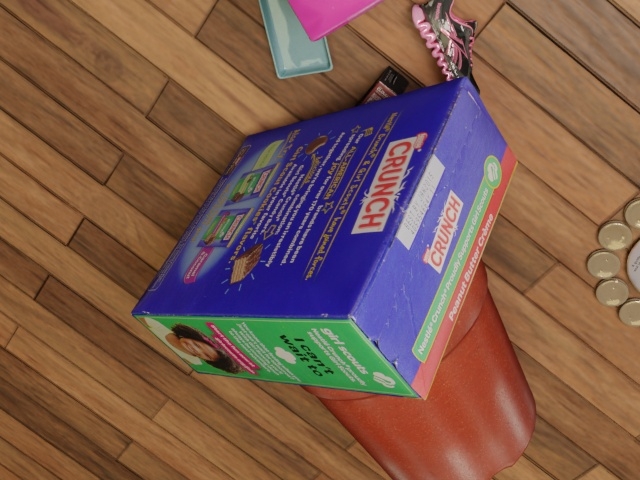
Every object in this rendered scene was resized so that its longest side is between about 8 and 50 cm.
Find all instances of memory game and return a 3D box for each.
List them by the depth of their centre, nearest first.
[{"bbox_3d":[0.399,0.027,0.870,0.186,0.012,0.186,7,119,12],"label":"memory game"}]

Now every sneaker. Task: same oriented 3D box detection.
[{"bbox_3d":[0.144,-0.204,0.805,0.057,0.047,0.119,-29,108,15],"label":"sneaker"}]

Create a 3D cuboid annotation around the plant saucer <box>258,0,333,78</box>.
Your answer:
[{"bbox_3d":[-0.036,-0.274,0.831,0.067,0.018,0.192,-5,115,19],"label":"plant saucer"}]

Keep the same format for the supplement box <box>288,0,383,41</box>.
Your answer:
[{"bbox_3d":[0.037,-0.273,0.691,0.111,0.220,0.114,-25,108,26],"label":"supplement box"}]

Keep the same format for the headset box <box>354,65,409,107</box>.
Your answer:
[{"bbox_3d":[0.061,-0.150,0.842,0.032,0.062,0.083,37,122,-6],"label":"headset box"}]

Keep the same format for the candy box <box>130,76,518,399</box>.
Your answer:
[{"bbox_3d":[0.000,0.000,0.756,0.317,0.268,0.122,-6,137,47],"label":"candy box"}]

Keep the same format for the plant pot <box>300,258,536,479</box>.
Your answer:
[{"bbox_3d":[0.104,0.134,0.883,0.272,0.272,0.265,-20,119,24],"label":"plant pot"}]
